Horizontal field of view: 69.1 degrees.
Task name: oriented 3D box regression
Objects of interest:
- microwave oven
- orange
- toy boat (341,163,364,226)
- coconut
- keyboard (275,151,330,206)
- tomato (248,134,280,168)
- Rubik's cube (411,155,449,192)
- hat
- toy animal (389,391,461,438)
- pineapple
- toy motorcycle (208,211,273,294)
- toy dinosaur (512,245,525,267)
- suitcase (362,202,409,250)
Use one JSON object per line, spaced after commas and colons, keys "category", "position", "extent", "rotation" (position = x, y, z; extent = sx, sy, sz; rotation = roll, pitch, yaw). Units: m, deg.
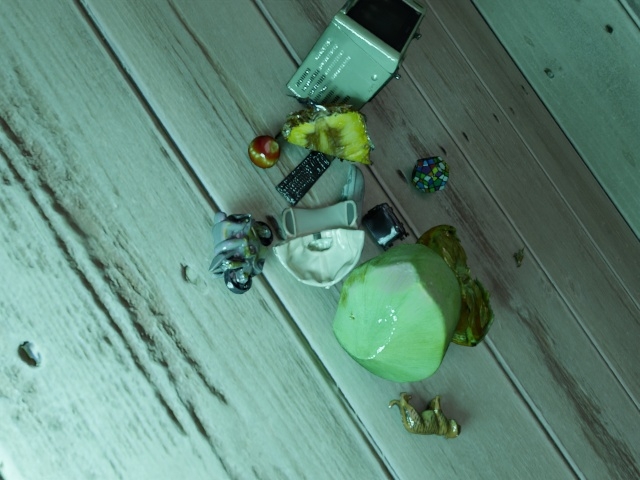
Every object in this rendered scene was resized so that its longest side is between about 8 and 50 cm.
{"category": "microwave oven", "position": [0.130, -0.586, 1.436], "extent": [0.247, 0.333, 0.394], "rotation": [37, 49, -11]}
{"category": "orange", "position": [0.358, 0.132, 1.297], "extent": [0.262, 0.196, 0.334], "rotation": [-19, 77, -47]}
{"category": "toy boat", "position": [0.077, -0.115, 1.308], "extent": [0.085, 0.078, 0.260], "rotation": [13, 57, -4]}
{"category": "coconut", "position": [0.172, 0.169, 1.064], "extent": [0.281, 0.328, 0.328], "rotation": [49, 46, 0]}
{"category": "keyboard", "position": [-0.040, -0.182, 1.289], "extent": [0.072, 0.023, 0.231], "rotation": [47, 46, -10]}
{"category": "tomato", "position": [-0.143, -0.230, 1.200], "extent": [0.087, 0.075, 0.087], "rotation": [17, 60, -32]}
{"category": "Rubik's cube", "position": [0.369, -0.223, 1.569], "extent": [0.133, 0.133, 0.112], "rotation": [44, 74, -9]}
{"category": "hat", "position": [0.000, 0.000, 1.168], "extent": [0.226, 0.219, 0.164], "rotation": [-89, 172, -69]}
{"category": "toy animal", "position": [0.263, 0.434, 1.151], "extent": [0.241, 0.057, 0.099], "rotation": [17, 57, -31]}
{"category": "pineapple", "position": [0.018, -0.337, 1.315], "extent": [0.335, 0.158, 0.161], "rotation": [5, 41, -26]}
{"category": "toy motorcycle", "position": [-0.185, 0.006, 1.032], "extent": [0.152, 0.073, 0.225], "rotation": [45, 38, -20]}
{"category": "toy dinosaur", "position": [0.759, 0.053, 1.773], "extent": [0.041, 0.026, 0.113], "rotation": [41, 56, -22]}
{"category": "suitcase", "position": [0.186, -0.042, 1.343], "extent": [0.126, 0.086, 0.059], "rotation": [57, 31, 2]}
